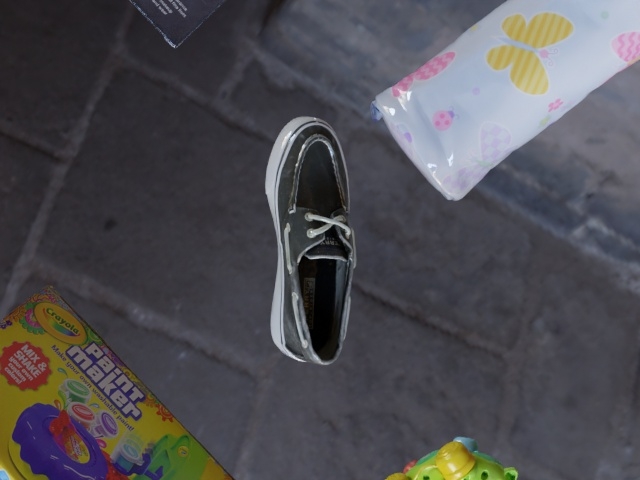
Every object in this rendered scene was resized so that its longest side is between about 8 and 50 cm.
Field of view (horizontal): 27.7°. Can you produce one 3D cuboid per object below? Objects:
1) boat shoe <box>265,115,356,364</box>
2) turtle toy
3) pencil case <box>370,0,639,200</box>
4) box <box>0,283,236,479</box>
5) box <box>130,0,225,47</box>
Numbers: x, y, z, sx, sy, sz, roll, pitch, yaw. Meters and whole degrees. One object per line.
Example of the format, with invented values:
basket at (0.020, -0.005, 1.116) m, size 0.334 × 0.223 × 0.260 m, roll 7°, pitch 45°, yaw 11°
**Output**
boat shoe at (0.000, 0.000, 1.148) m, size 0.077 × 0.070 × 0.219 m, roll -3°, pitch 95°, yaw -26°
turtle toy at (0.086, 0.190, 0.926) m, size 0.095 × 0.130 × 0.066 m, roll 53°, pitch 22°, yaw -11°
pencil case at (0.179, -0.149, 1.098) m, size 0.273 × 0.124 × 0.113 m, roll -37°, pitch 78°, yaw 8°
box at (-0.271, 0.251, 1.272) m, size 0.290 × 0.279 × 0.177 m, roll 46°, pitch 44°, yaw 1°
box at (-0.166, -0.335, 1.498) m, size 0.158 × 0.093 × 0.156 m, roll -42°, pitch 106°, yaw 6°
